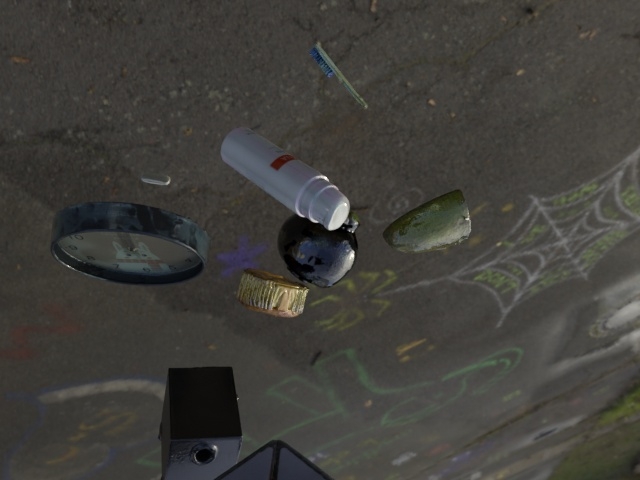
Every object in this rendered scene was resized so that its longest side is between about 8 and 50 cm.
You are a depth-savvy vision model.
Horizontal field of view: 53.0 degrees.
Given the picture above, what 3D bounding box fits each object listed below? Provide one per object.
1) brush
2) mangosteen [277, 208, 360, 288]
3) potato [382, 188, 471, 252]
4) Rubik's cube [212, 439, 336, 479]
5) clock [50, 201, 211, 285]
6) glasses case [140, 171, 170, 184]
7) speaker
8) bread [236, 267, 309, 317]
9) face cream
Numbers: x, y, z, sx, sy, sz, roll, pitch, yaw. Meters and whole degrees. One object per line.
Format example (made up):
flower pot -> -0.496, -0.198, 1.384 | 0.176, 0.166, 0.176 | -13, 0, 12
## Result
brush -> 0.036, -0.348, 1.376 | 0.030, 0.178, 0.033 | -39, 176, 13
mangosteen -> 0.000, 0.000, 1.686 | 0.243, 0.242, 0.242 | -16, 146, -11
potato -> 0.332, -0.020, 2.036 | 0.255, 0.112, 0.269 | -19, 153, -4
Rubik's cube -> -0.075, 0.516, 1.011 | 0.260, 0.255, 0.259 | -23, 122, -40
clock -> -0.466, 0.019, 1.589 | 0.387, 0.076, 0.386 | 1, 157, 0
glasses case -> -0.477, -0.179, 1.856 | 0.084, 0.032, 0.021 | 9, 138, -5
speaker -> -0.304, 0.485, 1.615 | 0.184, 0.232, 0.253 | 3, 125, -17
bread -> -0.127, 0.145, 1.695 | 0.191, 0.132, 0.114 | 11, 94, -40
face cream -> -0.074, -0.134, 1.378 | 0.102, 0.346, 0.101 | -34, 142, -31
